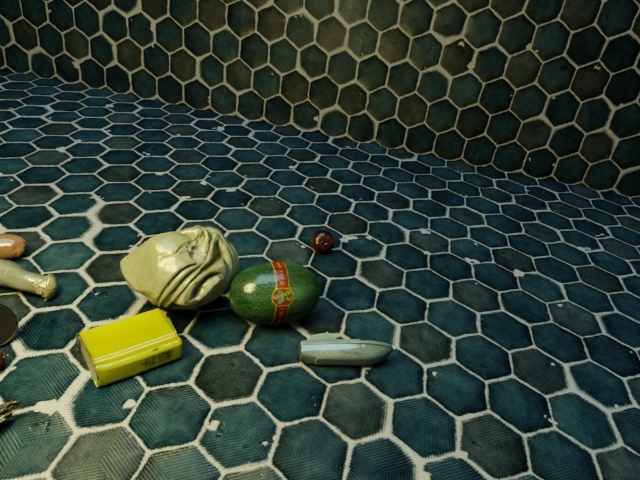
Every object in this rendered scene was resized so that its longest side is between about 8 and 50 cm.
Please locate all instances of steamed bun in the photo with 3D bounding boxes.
[{"bbox_3d":[-0.370,0.099,1.414,0.203,0.276,0.289,64,17,18],"label":"steamed bun"}]

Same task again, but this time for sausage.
[{"bbox_3d":[-1.044,0.025,1.502,0.288,0.086,0.086,-6,34,-21],"label":"sausage"}]

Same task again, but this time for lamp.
[{"bbox_3d":[-0.912,0.136,1.330,0.130,0.109,0.371,-13,37,-38],"label":"lamp"}]

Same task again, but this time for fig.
[{"bbox_3d":[0.000,0.000,1.838,0.088,0.089,0.125,0,7,-15],"label":"fig"}]

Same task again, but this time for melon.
[{"bbox_3d":[-0.141,0.151,1.439,0.287,0.182,0.182,-5,34,-19],"label":"melon"}]

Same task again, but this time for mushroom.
[{"bbox_3d":[-0.848,0.107,1.422,0.223,0.092,0.081,13,75,13],"label":"mushroom"}]

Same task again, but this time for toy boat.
[{"bbox_3d":[0.071,0.293,1.362,0.260,0.078,0.085,2,46,-7],"label":"toy boat"}]

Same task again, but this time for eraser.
[{"bbox_3d":[-0.479,0.265,1.273,0.226,0.069,0.158,-16,37,-35],"label":"eraser"}]

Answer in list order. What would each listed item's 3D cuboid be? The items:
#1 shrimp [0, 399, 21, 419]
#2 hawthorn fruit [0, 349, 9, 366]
[{"bbox_3d":[-0.758,0.377,1.032,0.251,0.052,0.143,-15,36,-33],"label":"shrimp"},{"bbox_3d":[-0.783,0.279,1.172,0.077,0.077,0.077,7,31,-4],"label":"hawthorn fruit"}]
